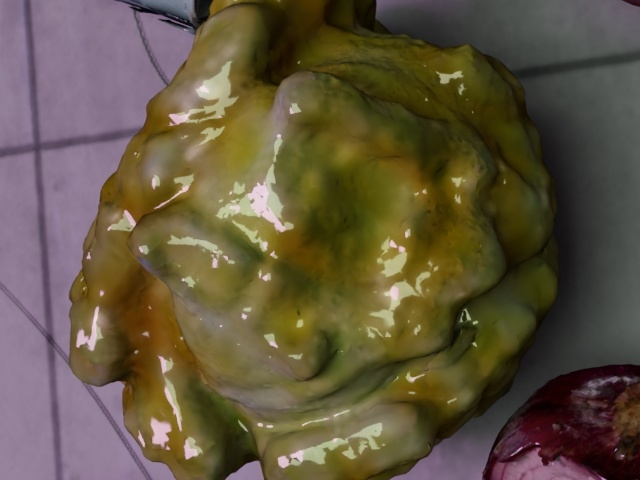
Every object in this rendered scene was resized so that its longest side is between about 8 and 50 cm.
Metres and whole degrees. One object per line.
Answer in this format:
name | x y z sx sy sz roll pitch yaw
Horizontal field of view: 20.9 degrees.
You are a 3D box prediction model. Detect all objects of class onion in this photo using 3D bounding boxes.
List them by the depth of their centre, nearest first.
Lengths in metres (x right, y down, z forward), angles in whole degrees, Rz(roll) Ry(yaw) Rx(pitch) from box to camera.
onion | 0.194 0.181 1.022 0.195 0.140 0.218 24 136 33

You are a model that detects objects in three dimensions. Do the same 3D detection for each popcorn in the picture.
popcorn | 0.006 -0.007 1.034 0.279 0.274 0.335 43 98 14

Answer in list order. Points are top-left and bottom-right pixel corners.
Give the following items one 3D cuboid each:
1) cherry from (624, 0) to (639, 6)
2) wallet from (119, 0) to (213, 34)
cherry | 0.172 -0.250 0.972 0.285 0.236 0.213 44 136 12
wallet | -0.160 -0.266 1.245 0.250 0.075 0.176 22 103 26
